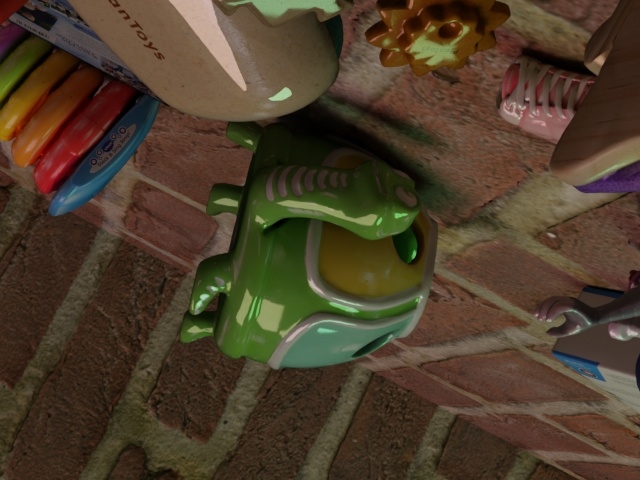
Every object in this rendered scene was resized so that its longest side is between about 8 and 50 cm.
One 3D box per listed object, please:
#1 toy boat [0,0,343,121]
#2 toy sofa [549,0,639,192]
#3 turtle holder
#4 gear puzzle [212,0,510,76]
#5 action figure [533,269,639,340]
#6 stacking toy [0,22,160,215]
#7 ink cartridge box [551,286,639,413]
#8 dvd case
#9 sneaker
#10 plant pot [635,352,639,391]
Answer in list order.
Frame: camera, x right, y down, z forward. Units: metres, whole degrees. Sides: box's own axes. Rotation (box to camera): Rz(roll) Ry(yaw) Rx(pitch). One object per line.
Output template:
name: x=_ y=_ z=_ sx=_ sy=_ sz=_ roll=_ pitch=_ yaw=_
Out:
toy boat: x=-0.127 y=-0.203 z=0.969 sx=0.318 sy=0.148 sz=0.267 roll=10 pitch=145 yaw=48
toy sofa: x=0.251 y=-0.069 z=0.533 sx=0.150 sy=0.177 sz=0.362 roll=31 pitch=168 yaw=-17
turtle holder: x=0.000 y=-0.008 z=1.458 sx=0.227 sy=0.243 sz=0.320 roll=13 pitch=131 yaw=-6
gear puzzle: x=0.005 y=-0.167 z=0.775 sx=0.175 sy=0.044 sz=0.339 roll=-23 pitch=147 yaw=18
action figure: x=0.359 y=0.087 z=1.170 sx=0.248 sy=0.275 sz=0.370 roll=53 pitch=177 yaw=-32
stacking toy: x=-0.337 y=-0.182 z=1.651 sx=0.302 sy=0.175 sz=0.166 roll=42 pitch=168 yaw=-6
ink cartridge box: x=0.366 y=0.138 z=1.528 sx=0.203 sy=0.086 sz=0.148 roll=32 pitch=169 yaw=-30
dvd case: x=-0.196 y=-0.189 z=1.324 sx=0.180 sy=0.022 sz=0.253 roll=28 pitch=171 yaw=-9
sneaker: x=0.162 y=-0.093 z=0.992 sx=0.070 sy=0.051 sz=0.134 roll=25 pitch=175 yaw=-17
plant pot: x=0.338 y=0.069 z=0.872 sx=0.236 sy=0.236 sz=0.212 roll=35 pitch=173 yaw=-41
